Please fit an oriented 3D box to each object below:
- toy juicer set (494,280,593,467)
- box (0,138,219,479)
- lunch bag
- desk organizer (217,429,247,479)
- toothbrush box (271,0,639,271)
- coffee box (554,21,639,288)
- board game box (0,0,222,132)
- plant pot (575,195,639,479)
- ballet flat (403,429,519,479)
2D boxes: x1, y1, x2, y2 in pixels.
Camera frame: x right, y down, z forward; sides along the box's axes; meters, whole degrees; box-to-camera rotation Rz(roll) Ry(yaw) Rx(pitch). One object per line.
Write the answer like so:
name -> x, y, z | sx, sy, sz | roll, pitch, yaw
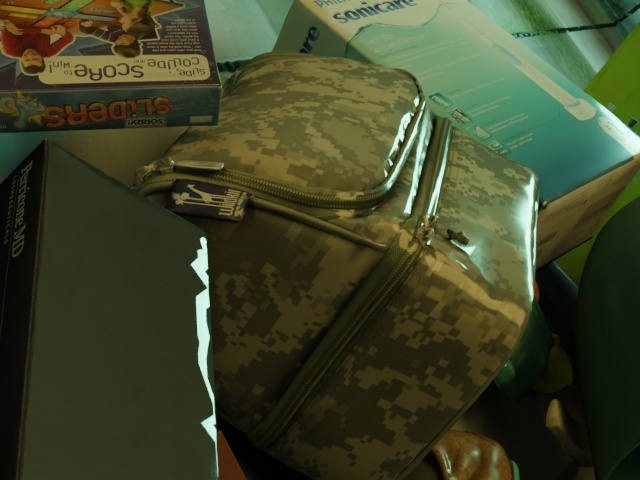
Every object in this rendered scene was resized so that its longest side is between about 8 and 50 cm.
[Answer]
toy juicer set -> 0.182, 0.109, 1.197 | 0.209, 0.089, 0.329 | 55, 15, -42
box -> -0.136, 0.115, 0.522 | 0.103, 0.184, 0.261 | 35, 30, -34
lunch bag -> 0.000, 0.000, 0.888 | 0.256, 0.213, 0.305 | 32, 27, -4
desk organizer -> -0.096, 0.146, 0.709 | 0.130, 0.047, 0.050 | 3, 52, -58
toothbrush box -> 0.119, -0.107, 1.149 | 0.295, 0.126, 0.216 | 43, 38, 19
coffee box -> 0.458, -0.033, 1.399 | 0.334, 0.338, 0.338 | 36, 11, -20
board game box -> -0.172, -0.128, 0.803 | 0.201, 0.035, 0.136 | -3, 49, -12
plant pot -> 0.354, 0.084, 1.087 | 0.293, 0.293, 0.235 | 28, 40, -41
ballet flat -> 0.074, 0.239, 0.824 | 0.124, 0.116, 0.342 | 24, 32, -11
